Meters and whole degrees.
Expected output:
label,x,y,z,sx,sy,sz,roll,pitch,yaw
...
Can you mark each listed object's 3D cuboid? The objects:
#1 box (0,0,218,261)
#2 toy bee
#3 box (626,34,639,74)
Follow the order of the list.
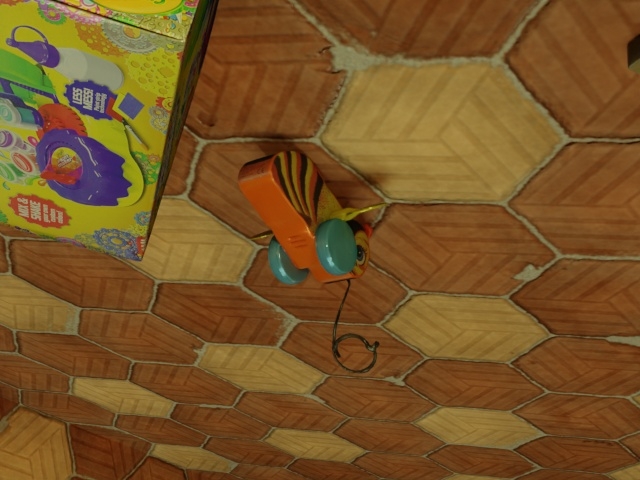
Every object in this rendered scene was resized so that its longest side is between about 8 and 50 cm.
label,x,y,z,sx,sy,sz,roll,pitch,yaw
box,-0.176,-0.184,0.608,0.176,0.279,0.290,16,150,-10
toy bee,0.000,0.000,1.026,0.195,0.162,0.298,7,126,21
box,0.415,-0.158,0.716,0.225,0.037,0.136,21,148,-20
